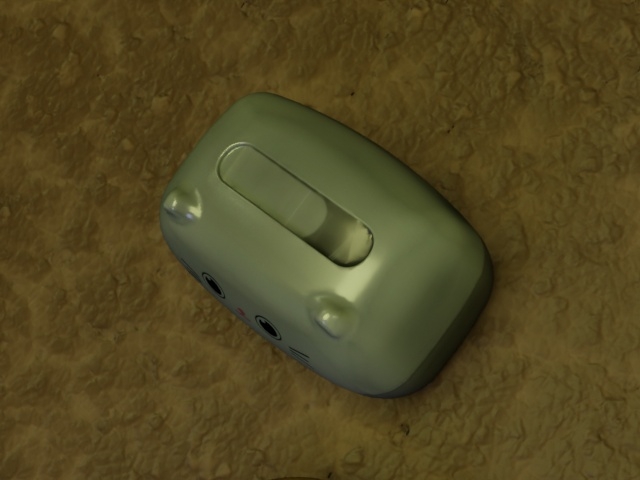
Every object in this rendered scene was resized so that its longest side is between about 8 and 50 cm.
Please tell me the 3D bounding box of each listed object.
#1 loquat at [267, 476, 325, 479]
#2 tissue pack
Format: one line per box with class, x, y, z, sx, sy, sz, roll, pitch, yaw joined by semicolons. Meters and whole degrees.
loquat;-0.024;0.347;1.406;0.238;0.193;0.238;-1;95;-8
tissue pack;0.000;0.000;1.466;0.333;0.236;0.229;36;89;24
